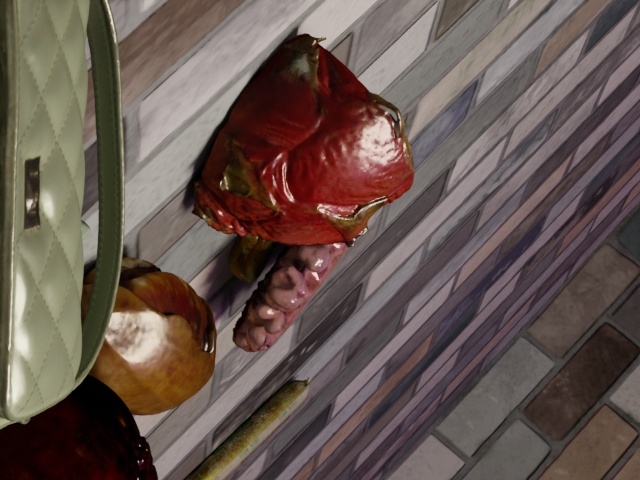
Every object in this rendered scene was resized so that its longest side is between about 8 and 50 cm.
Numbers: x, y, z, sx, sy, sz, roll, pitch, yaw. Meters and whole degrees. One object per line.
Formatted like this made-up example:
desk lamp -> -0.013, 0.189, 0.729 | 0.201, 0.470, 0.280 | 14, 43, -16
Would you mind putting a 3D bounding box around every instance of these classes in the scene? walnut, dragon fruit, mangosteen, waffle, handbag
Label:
walnut -> -0.141, 0.074, 1.509 | 0.116, 0.116, 0.207 | -50, 159, 2
dragon fruit -> -0.018, -0.057, 1.512 | 0.161, 0.120, 0.127 | -44, 161, -5
mangosteen -> -0.215, 0.176, 1.411 | 0.200, 0.200, 0.200 | -47, 167, -15
waffle -> 0.000, 0.000, 1.785 | 0.234, 0.055, 0.221 | -58, -178, -21
handbag -> -0.150, -0.031, 0.993 | 0.219, 0.079, 0.256 | -17, 110, -67

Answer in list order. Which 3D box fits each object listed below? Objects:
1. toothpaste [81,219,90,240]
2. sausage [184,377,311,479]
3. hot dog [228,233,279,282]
toothpaste -> -0.184, -0.011, 1.286 | 0.048, 0.029, 0.197 | -46, 169, -6
sausage -> -0.098, 0.241, 2.263 | 0.269, 0.033, 0.033 | -42, 165, -30
hot dog -> -0.055, 0.000, 1.739 | 0.090, 0.030, 0.034 | -56, 164, 22
